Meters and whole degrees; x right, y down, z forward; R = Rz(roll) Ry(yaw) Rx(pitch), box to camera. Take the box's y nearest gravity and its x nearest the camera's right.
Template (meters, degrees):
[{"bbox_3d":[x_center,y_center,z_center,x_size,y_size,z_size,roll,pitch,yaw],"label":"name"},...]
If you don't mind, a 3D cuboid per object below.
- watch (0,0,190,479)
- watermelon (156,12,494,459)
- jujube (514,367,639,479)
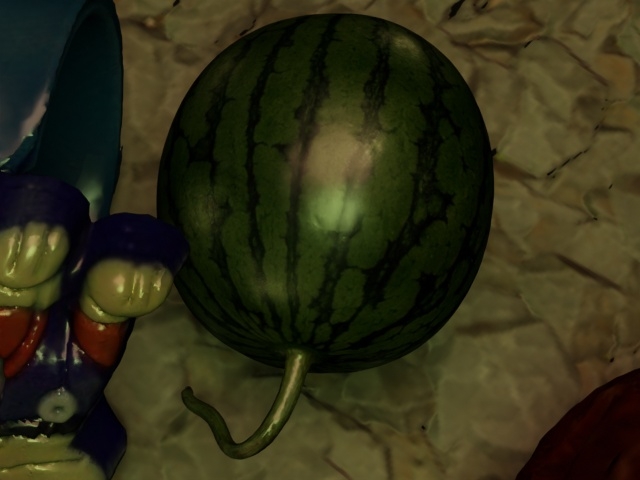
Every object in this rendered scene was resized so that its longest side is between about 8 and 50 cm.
[{"bbox_3d":[-0.138,-0.006,0.636,0.171,0.196,0.200,15,39,-5],"label":"watch"},{"bbox_3d":[0.000,0.000,0.652,0.140,0.141,0.187,8,68,2],"label":"watermelon"},{"bbox_3d":[0.131,0.199,0.522,0.216,0.216,0.342,7,53,1],"label":"jujube"}]
